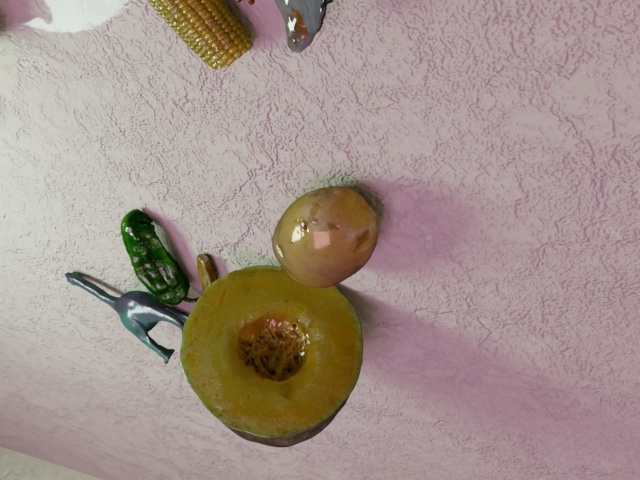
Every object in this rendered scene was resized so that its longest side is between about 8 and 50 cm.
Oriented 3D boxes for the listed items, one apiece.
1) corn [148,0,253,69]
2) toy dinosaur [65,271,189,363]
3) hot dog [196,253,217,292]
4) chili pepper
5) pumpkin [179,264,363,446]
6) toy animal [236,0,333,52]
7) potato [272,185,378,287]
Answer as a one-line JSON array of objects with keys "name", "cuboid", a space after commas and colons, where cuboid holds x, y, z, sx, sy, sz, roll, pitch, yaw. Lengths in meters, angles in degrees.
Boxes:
[{"name": "corn", "cuboid": [-0.191, -0.333, 0.940, 0.081, 0.081, 0.248, -17, 124, 43]}, {"name": "toy dinosaur", "cuboid": [-0.445, 0.136, 1.572, 0.330, 0.129, 0.383, 34, 161, -4]}, {"name": "hot dog", "cuboid": [-0.234, 0.079, 1.476, 0.044, 0.028, 0.137, 39, 147, 32]}, {"name": "chili pepper", "cuboid": [-0.338, 0.047, 1.468, 0.100, 0.074, 0.257, -27, 132, -4]}, {"name": "pumpkin", "cuboid": [-0.092, 0.228, 1.347, 0.332, 0.332, 0.199, 23, 155, 8]}, {"name": "toy animal", "cuboid": [-0.040, -0.363, 0.780, 0.302, 0.225, 0.284, -8, 111, 53]}, {"name": "potato", "cuboid": [0.000, 0.000, 1.162, 0.150, 0.146, 0.234, 56, 145, 15]}]
